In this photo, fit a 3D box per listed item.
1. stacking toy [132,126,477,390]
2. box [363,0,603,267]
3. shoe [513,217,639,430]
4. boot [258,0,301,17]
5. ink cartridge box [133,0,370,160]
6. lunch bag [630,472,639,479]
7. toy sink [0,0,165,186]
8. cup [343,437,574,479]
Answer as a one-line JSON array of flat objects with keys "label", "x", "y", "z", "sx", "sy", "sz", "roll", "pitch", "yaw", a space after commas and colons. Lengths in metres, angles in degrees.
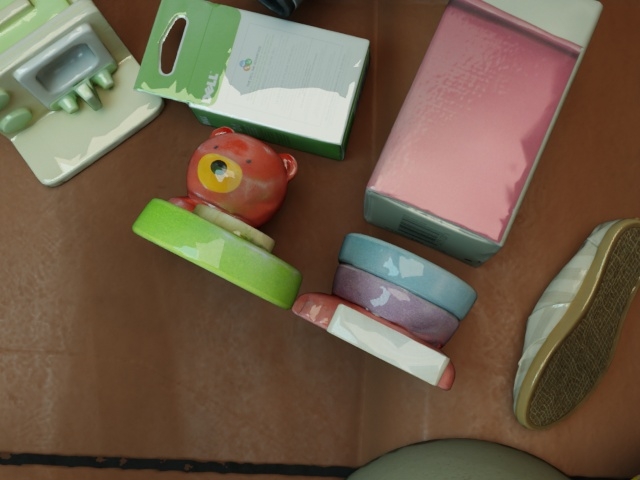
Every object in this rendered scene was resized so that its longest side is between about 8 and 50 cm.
[{"label": "stacking toy", "x": 0.000, "y": 0.000, "z": 0.704, "sx": 0.309, "sy": 0.279, "sz": 0.130, "roll": 26, "pitch": 85, "yaw": 1}, {"label": "box", "x": 0.141, "y": -0.110, "z": 0.776, "sx": 0.126, "sy": 0.148, "sz": 0.232, "roll": 23, "pitch": 82, "yaw": 6}, {"label": "shoe", "x": 0.240, "y": 0.076, "z": 0.797, "sx": 0.076, "sy": 0.058, "sz": 0.219, "roll": 31, "pitch": 87, "yaw": -25}, {"label": "boot", "x": 0.037, "y": -0.284, "z": 0.772, "sx": 0.223, "sy": 0.118, "sz": 0.338, "roll": -45, "pitch": 40, "yaw": -5}, {"label": "ink cartridge box", "x": -0.064, "y": -0.161, "z": 0.835, "sx": 0.209, "sy": 0.062, "sz": 0.109, "roll": 15, "pitch": 82, "yaw": 4}, {"label": "lunch bag", "x": 0.391, "y": 0.302, "z": 0.683, "sx": 0.221, "sy": 0.138, "sz": 0.293, "roll": -15, "pitch": 89, "yaw": -35}, {"label": "toy sink", "x": -0.284, "y": -0.193, "z": 0.812, "sx": 0.152, "sy": 0.131, "sz": 0.234, "roll": -36, "pitch": 82, "yaw": -3}, {"label": "cup", "x": 0.119, "y": 0.334, "z": 0.656, "sx": 0.331, "sy": 0.237, "sz": 0.331, "roll": -1, "pitch": 83, "yaw": 5}]
